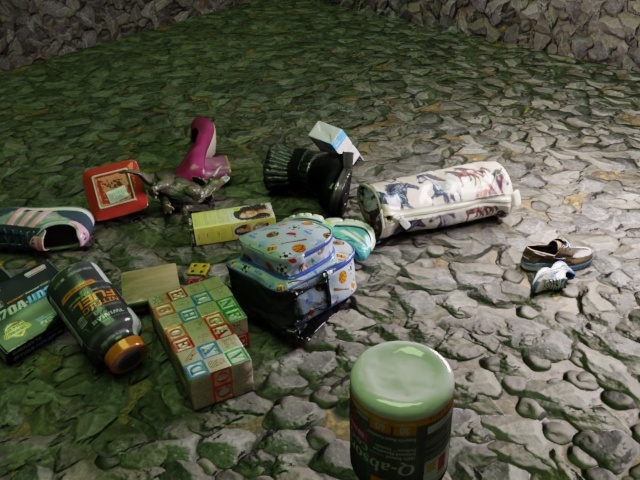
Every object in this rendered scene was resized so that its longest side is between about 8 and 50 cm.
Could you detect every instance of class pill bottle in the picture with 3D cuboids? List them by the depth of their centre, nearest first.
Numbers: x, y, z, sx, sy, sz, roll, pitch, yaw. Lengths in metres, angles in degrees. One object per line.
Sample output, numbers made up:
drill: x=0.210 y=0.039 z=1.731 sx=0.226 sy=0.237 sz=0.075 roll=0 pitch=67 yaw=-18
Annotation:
pill bottle: x=0.128 y=0.312 z=1.146 sx=0.162 sy=0.279 sz=0.162 roll=-2 pitch=32 yaw=1
pill bottle: x=-0.469 y=0.169 z=1.516 sx=0.130 sy=0.130 sz=0.245 roll=-27 pitch=59 yaw=-33

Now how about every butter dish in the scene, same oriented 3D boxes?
butter dish: x=-0.579 y=-0.129 z=2.030 sx=0.160 sy=0.118 sz=0.160 roll=-16 pitch=74 yaw=-11

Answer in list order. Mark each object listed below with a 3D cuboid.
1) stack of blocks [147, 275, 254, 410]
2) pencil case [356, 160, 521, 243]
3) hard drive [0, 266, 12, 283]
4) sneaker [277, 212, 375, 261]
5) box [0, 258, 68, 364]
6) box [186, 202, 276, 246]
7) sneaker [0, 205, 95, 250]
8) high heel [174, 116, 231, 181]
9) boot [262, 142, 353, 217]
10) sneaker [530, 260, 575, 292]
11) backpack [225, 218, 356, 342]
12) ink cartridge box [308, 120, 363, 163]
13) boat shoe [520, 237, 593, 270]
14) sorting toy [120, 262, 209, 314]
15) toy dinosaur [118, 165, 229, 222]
stack of blocks: x=-0.239 y=0.207 z=1.507 sx=0.171 sy=0.087 sz=0.297 roll=-17 pitch=35 yaw=-21
pencil case: x=0.312 y=-0.105 z=1.887 sx=0.410 sy=0.160 sz=0.183 roll=-11 pitch=34 yaw=-12
hard drive: x=-0.820 y=0.123 z=1.704 sx=0.254 sy=0.054 sz=0.172 roll=27 pitch=43 yaw=37
sneaker: x=0.000 y=0.000 z=1.804 sx=0.275 sy=0.107 sz=0.110 roll=2 pitch=50 yaw=17
box: x=-0.656 y=0.156 z=1.600 sx=0.175 sy=0.051 sz=0.220 roll=39 pitch=48 yaw=20
box: x=-0.240 y=-0.045 z=1.923 sx=0.232 sy=0.058 sz=0.087 roll=-10 pitch=34 yaw=-11
sneaker: x=-0.764 y=-0.020 z=1.869 sx=0.318 sy=0.112 sz=0.131 roll=-8 pitch=31 yaw=-7
high heel: x=-0.411 y=-0.288 z=2.244 sx=0.181 sy=0.127 sz=0.377 roll=-9 pitch=34 yaw=-18
boot: x=-0.043 y=-0.175 z=2.039 sx=0.260 sy=0.131 sz=0.348 roll=7 pitch=23 yaw=2
sneaker: x=0.549 y=0.092 z=1.672 sx=0.135 sy=0.052 sz=0.058 roll=-26 pitch=45 yaw=-29
backpack: x=-0.053 y=0.067 z=1.621 sx=0.263 sy=0.213 sz=0.276 roll=-17 pitch=31 yaw=-39
ink cartridge box: x=0.051 y=-0.288 z=2.224 sx=0.104 sy=0.180 sz=0.060 roll=27 pitch=78 yaw=37
boat shoe: x=0.585 y=0.033 z=1.743 sx=0.183 sy=0.066 sz=0.066 roll=-7 pitch=34 yaw=-7
sorting toy: x=-0.393 y=0.117 z=1.693 sx=0.274 sy=0.046 sz=0.132 roll=-11 pitch=34 yaw=-12
toy dinosaur: x=-0.416 y=-0.142 z=2.013 sx=0.313 sy=0.121 sz=0.160 roll=6 pitch=27 yaw=-16
